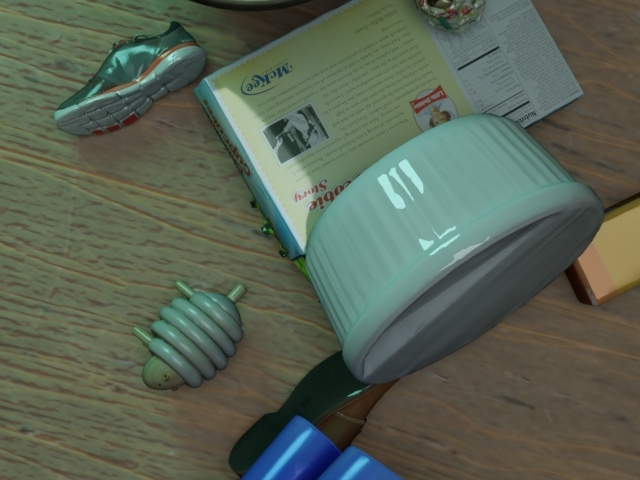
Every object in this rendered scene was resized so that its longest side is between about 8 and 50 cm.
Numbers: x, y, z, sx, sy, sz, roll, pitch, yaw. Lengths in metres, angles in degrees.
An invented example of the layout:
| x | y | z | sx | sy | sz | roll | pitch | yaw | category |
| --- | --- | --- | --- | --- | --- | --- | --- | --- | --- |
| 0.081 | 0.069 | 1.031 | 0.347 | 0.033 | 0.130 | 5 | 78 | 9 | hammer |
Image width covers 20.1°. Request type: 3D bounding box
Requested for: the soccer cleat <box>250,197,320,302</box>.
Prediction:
| x | y | z | sx | sy | sz | roll | pitch | yaw | category |
| --- | --- | --- | --- | --- | --- | --- | --- | --- | --- |
| 0.000 | 0.000 | 1.727 | 0.072 | 0.060 | 0.179 | -39 | 97 | -13 | soccer cleat |

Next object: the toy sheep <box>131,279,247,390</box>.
| x | y | z | sx | sy | sz | roll | pitch | yaw | category |
| --- | --- | --- | --- | --- | --- | --- | --- | --- | --- |
| -0.119 | 0.088 | 1.704 | 0.091 | 0.091 | 0.132 | 41 | 82 | -1 | toy sheep |

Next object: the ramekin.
| x | y | z | sx | sy | sz | roll | pitch | yaw | category |
| --- | --- | --- | --- | --- | --- | --- | --- | --- | --- |
| 0.109 | 0.001 | 1.608 | 0.273 | 0.273 | 0.127 | -34 | 73 | -3 | ramekin |

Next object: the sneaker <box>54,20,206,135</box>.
| x | y | z | sx | sy | sz | roll | pitch | yaw | category |
| --- | --- | --- | --- | --- | --- | --- | --- | --- | --- |
| -0.187 | -0.157 | 1.729 | 0.158 | 0.061 | 0.065 | -28 | 63 | -3 | sneaker |

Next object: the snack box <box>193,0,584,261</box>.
| x | y | z | sx | sy | sz | roll | pitch | yaw | category |
| --- | --- | --- | --- | --- | --- | --- | --- | --- | --- |
| 0.066 | -0.139 | 1.696 | 0.322 | 0.060 | 0.187 | -29 | 90 | -15 | snack box |

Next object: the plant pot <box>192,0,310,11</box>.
| x | y | z | sx | sy | sz | roll | pitch | yaw | category |
| --- | --- | --- | --- | --- | --- | --- | --- | --- | --- |
| -0.064 | -0.352 | 1.617 | 0.323 | 0.280 | 0.323 | 0 | 89 | -2 | plant pot |

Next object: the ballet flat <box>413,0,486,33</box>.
| x | y | z | sx | sy | sz | roll | pitch | yaw | category |
| --- | --- | --- | --- | --- | --- | --- | --- | --- | --- |
| 0.109 | -0.308 | 1.634 | 0.091 | 0.077 | 0.241 | -8 | 94 | 19 | ballet flat |

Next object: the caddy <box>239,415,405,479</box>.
| x | y | z | sx | sy | sz | roll | pitch | yaw | category |
| --- | --- | --- | --- | --- | --- | --- | --- | --- | --- |
| 0.046 | 0.313 | 1.608 | 0.341 | 0.241 | 0.179 | 41 | 79 | -25 | caddy |

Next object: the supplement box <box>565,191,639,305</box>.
| x | y | z | sx | sy | sz | roll | pitch | yaw | category |
| --- | --- | --- | --- | --- | --- | --- | --- | --- | --- |
| 0.342 | -0.021 | 1.728 | 0.233 | 0.080 | 0.078 | -25 | 91 | -1 | supplement box |

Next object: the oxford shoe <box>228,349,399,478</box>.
| x | y | z | sx | sy | sz | roll | pitch | yaw | category |
| --- | --- | --- | --- | --- | --- | --- | --- | --- | --- |
| 0.013 | 0.168 | 1.725 | 0.212 | 0.076 | 0.076 | -39 | 120 | -5 | oxford shoe |
